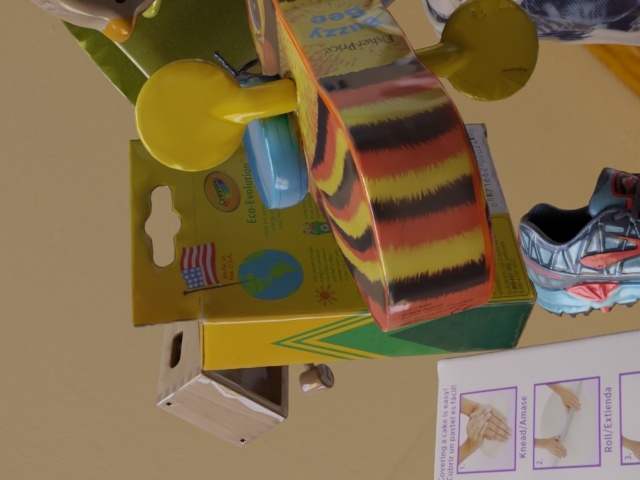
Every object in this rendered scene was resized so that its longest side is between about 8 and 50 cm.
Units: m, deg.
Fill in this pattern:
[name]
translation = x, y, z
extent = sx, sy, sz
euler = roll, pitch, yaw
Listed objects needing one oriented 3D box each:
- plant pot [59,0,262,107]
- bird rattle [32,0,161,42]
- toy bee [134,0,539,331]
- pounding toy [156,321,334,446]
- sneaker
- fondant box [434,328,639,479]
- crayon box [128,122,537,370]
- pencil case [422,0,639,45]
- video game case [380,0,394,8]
[plant pot]
translation = -0.119, -0.284, 1.182
extent = 0.293, 0.275, 0.275
euler = -44, -84, -9
[bird rattle]
translation = -0.208, -0.294, 0.897
extent = 0.253, 0.143, 0.207
euler = 36, -126, -33
[toy bee]
translation = -0.009, -0.096, 0.511
extent = 0.195, 0.298, 0.162
euler = -29, -48, -28
[pounding toy]
translation = -0.086, 0.149, 1.199
extent = 0.206, 0.094, 0.181
euler = 34, -144, -31
[sneaker]
translation = 0.296, -0.010, 0.914
extent = 0.125, 0.262, 0.104
euler = 61, -144, -17
[fondant box]
translation = 0.260, 0.111, 0.538
extent = 0.238, 0.330, 0.096
euler = 21, -117, -39
[crayon box]
translation = 0.000, 0.000, 0.854
extent = 0.319, 0.081, 0.202
euler = -2, -128, -8
[pencil case]
translation = 0.264, -0.222, 0.684
extent = 0.410, 0.160, 0.183
euler = 0, -112, -1
[video game case]
translation = 0.055, -0.410, 0.936
extent = 0.329, 0.036, 0.300
euler = -48, -63, -34
